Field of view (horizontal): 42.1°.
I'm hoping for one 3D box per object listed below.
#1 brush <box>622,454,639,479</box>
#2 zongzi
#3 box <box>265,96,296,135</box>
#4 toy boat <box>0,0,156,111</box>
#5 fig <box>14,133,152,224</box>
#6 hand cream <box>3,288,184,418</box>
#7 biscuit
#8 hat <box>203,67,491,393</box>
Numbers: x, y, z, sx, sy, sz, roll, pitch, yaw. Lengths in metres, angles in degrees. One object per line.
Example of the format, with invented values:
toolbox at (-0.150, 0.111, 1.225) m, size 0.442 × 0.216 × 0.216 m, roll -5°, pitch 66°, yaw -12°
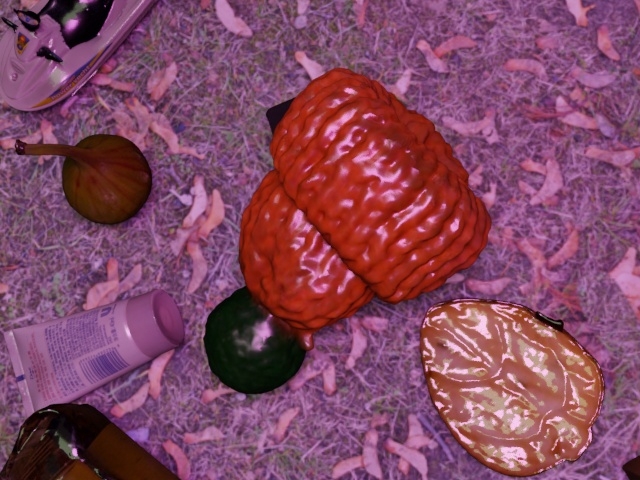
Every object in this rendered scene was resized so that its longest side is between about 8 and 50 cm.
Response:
brush at (0.464, 0.254, 0.972) m, size 0.197 × 0.123 × 0.059 m, roll -23°, pitch 82°, yaw 3°
zongzi at (-0.302, 0.393, 1.006) m, size 0.289 × 0.154 × 0.317 m, roll 37°, pitch 77°, yaw 12°
box at (0.000, -0.147, 1.152) m, size 0.125 × 0.027 × 0.126 m, roll -22°, pitch 77°, yaw -1°
toy boat at (-0.353, -0.305, 1.170) m, size 0.141 × 0.141 × 0.269 m, roll 37°, pitch 72°, yaw 12°
fig at (-0.305, -0.098, 1.070) m, size 0.124 × 0.236 × 0.124 m, roll -4°, pitch 76°, yaw 15°
hand cream at (-0.306, 0.148, 1.113) m, size 0.248 × 0.083 × 0.133 m, roll -20°, pitch 77°, yaw 14°
biscuit at (0.235, 0.175, 1.058) m, size 0.260 × 0.041 × 0.203 m, roll 42°, pitch 90°, yaw 13°
hat at (0.000, 0.000, 1.049) m, size 0.400 × 0.285 × 0.285 m, roll -43°, pitch 76°, yaw 24°
